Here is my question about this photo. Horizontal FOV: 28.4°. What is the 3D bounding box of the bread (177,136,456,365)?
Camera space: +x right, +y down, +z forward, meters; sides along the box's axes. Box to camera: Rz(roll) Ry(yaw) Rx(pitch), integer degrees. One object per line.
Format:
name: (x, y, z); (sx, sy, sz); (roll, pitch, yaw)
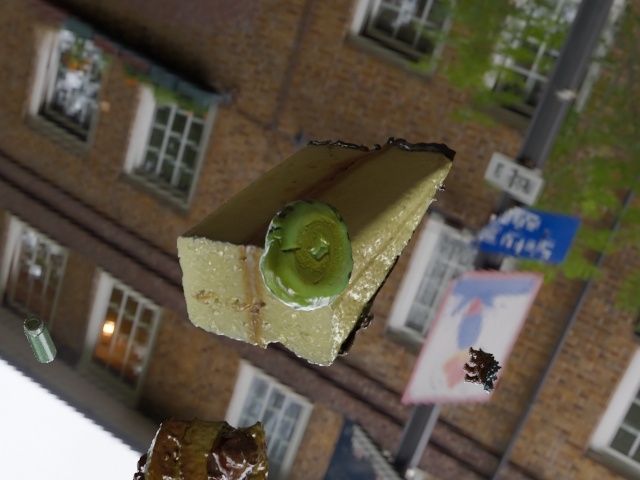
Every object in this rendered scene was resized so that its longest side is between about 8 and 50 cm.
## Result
bread: (0.000, 0.000, 2.192); (0.345, 0.242, 0.405); (24, -128, 39)

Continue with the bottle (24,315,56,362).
bottle: (-0.395, 0.139, 1.779); (0.030, 0.083, 0.030); (-2, -126, 3)

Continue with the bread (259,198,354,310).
bread: (-0.020, 0.018, 1.576); (0.130, 0.139, 0.071); (-1, 171, -35)

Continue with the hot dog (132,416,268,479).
hot dog: (-0.115, 0.240, 1.106); (0.146, 0.213, 0.103); (2, -135, -35)

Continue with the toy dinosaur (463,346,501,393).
toy dinosaur: (0.255, 0.204, 1.986); (0.055, 0.049, 0.154); (17, -164, -3)
